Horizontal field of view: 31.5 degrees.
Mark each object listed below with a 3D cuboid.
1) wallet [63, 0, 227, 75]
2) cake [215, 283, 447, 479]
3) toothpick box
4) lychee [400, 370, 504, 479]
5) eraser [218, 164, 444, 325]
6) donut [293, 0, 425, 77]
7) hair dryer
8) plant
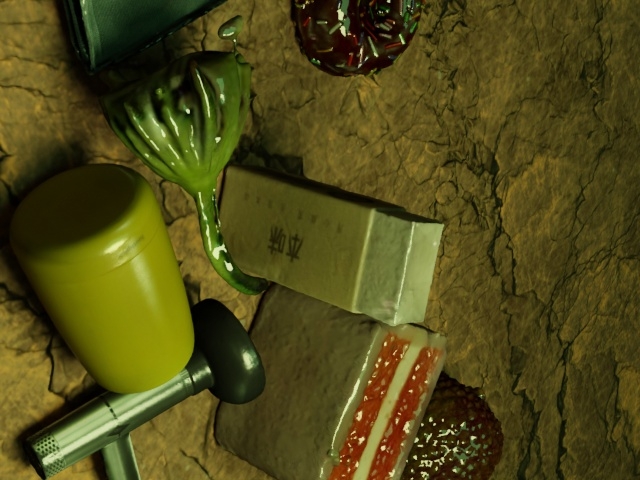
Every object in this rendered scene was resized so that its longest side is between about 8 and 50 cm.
[{"bbox_3d":[-0.185,-0.372,1.368,0.342,0.075,0.237,-41,139,-35],"label":"wallet"},{"bbox_3d":[0.020,0.232,1.736,0.237,0.230,0.309,24,85,-54],"label":"cake"},{"bbox_3d":[-0.252,0.057,1.383,0.175,0.175,0.271,-44,138,-30],"label":"toothpick box"},{"bbox_3d":[0.193,0.349,1.988,0.271,0.236,0.236,-38,131,-30],"label":"lychee"},{"bbox_3d":[0.000,0.000,1.518,0.078,0.343,0.144,0,104,-48],"label":"eraser"},{"bbox_3d":[0.061,-0.341,1.650,0.230,0.096,0.216,32,80,-51],"label":"donut"},{"bbox_3d":[-0.237,0.262,1.575,0.320,0.156,0.284,-34,150,-21],"label":"hair dryer"},{"bbox_3d":[-0.120,-0.085,1.362,0.333,0.180,0.251,65,24,-4],"label":"plant"}]
